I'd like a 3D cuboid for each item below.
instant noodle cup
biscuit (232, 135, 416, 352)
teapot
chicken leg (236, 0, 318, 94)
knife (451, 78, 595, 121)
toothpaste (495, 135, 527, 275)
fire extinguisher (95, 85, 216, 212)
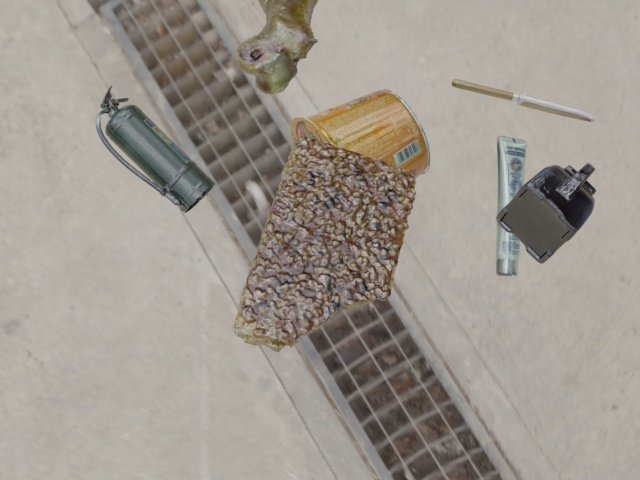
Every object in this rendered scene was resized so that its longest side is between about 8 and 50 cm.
[{"bbox_3d":[0.073,-0.152,1.953,0.172,0.215,0.215,-30,69,-17],"label":"instant noodle cup"},{"bbox_3d":[0.010,0.007,1.044,0.131,0.026,0.236,17,53,-1],"label":"biscuit"},{"bbox_3d":[0.295,-0.047,1.416,0.087,0.177,0.096,45,68,8],"label":"teapot"},{"bbox_3d":[-0.017,-0.356,1.444,0.211,0.140,0.361,-40,42,29],"label":"chicken leg"},{"bbox_3d":[0.346,-0.239,1.923,0.256,0.046,0.022,14,82,-2],"label":"knife"},{"bbox_3d":[0.322,-0.059,1.928,0.062,0.039,0.239,5,86,-26],"label":"toothpaste"},{"bbox_3d":[-0.099,-0.051,0.640,0.083,0.025,0.038,46,41,0],"label":"fire extinguisher"}]
